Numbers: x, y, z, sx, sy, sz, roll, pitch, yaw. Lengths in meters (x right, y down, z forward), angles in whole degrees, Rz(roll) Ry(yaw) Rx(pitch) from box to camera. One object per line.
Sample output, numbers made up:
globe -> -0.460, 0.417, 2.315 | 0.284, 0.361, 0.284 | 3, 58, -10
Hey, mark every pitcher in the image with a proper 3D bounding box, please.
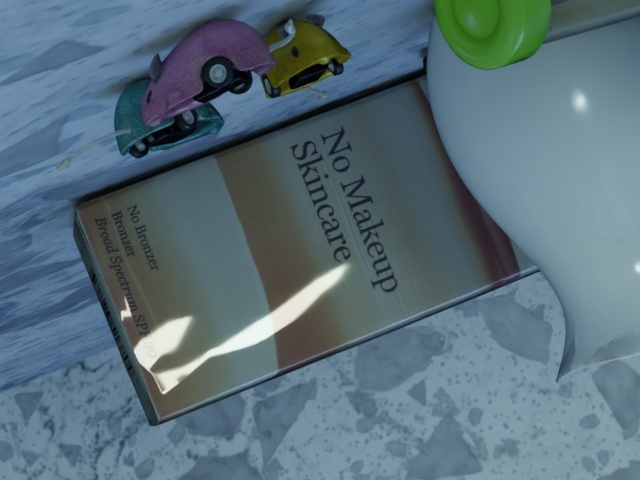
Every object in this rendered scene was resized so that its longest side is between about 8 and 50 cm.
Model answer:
pitcher -> 0.154, -0.048, 0.936 | 0.125, 0.207, 0.178 | -26, 175, 43

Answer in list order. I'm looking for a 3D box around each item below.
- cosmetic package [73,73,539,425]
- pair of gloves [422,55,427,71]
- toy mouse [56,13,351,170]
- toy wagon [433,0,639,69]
cosmetic package -> 0.000, 0.000, 1.142 | 0.296, 0.153, 0.129 | -23, 177, -11
pair of gloves -> 0.101, -0.123, 1.054 | 0.083, 0.010, 0.074 | -25, 174, 5
toy mouse -> -0.056, -0.070, 0.774 | 0.143, 0.031, 0.161 | -22, 176, -11
toy wagon -> 0.214, -0.166, 0.718 | 0.267, 0.068, 0.344 | -20, 174, -36
